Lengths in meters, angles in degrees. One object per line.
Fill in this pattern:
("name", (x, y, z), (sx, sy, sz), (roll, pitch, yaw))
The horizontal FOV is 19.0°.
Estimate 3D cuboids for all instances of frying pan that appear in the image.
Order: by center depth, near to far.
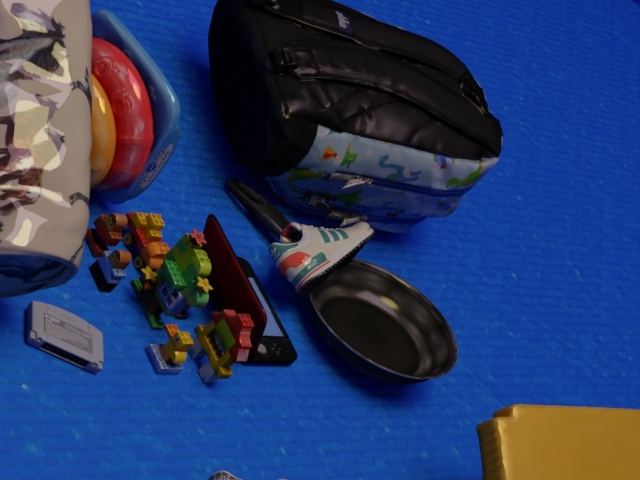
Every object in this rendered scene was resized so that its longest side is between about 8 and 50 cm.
("frying pan", (0.011, 0.065, 2.191), (0.326, 0.053, 0.197), (28, 30, -7))

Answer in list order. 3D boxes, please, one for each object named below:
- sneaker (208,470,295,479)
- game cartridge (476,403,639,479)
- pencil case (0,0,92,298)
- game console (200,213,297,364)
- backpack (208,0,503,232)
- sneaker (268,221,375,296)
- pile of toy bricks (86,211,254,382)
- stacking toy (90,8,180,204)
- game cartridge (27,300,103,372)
("sneaker", (-0.007, 0.278, 1.865), (0.235, 0.090, 0.095), (21, 28, -40))
("game cartridge", (0.306, 0.339, 2.060), (0.285, 0.053, 0.323), (6, 66, -32))
("pencil case", (-0.303, -0.144, 1.769), (0.183, 0.160, 0.410), (6, 75, -29))
("game console", (-0.072, 0.053, 2.060), (0.124, 0.085, 0.144), (6, 48, -49))
("backpack", (0.050, -0.153, 2.349), (0.356, 0.273, 0.290), (2, 45, -24))
("sneaker", (0.000, 0.000, 2.172), (0.075, 0.057, 0.161), (45, 38, 6))
("pile of toy bricks", (-0.148, 0.035, 1.961), (0.118, 0.105, 0.212), (6, 47, -49))
("stacking toy", (-0.302, -0.110, 1.924), (0.302, 0.175, 0.165), (-17, 63, -46))
("game cartridge", (-0.247, 0.091, 1.853), (0.083, 0.017, 0.056), (28, 37, -29))
